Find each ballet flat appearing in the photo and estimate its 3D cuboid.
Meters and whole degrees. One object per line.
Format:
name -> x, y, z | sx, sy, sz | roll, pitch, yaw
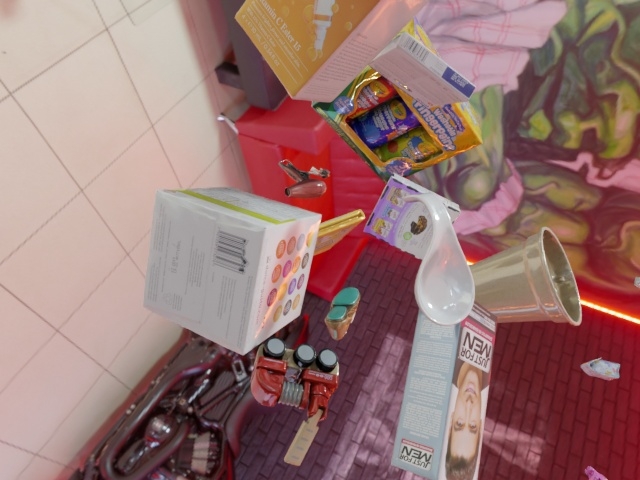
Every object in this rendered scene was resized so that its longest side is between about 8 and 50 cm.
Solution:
ballet flat -> 0.097, 0.311, 1.811 | 0.342, 0.116, 0.124 | -51, 138, -70

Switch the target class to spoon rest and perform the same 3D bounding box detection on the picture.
spoon rest -> 0.234, 0.032, 0.869 | 0.084, 0.137, 0.277 | 148, -69, -68

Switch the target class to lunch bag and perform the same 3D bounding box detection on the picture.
lunch bag -> 0.832, 0.380, 1.292 | 0.071, 0.083, 0.053 | 61, 42, -63

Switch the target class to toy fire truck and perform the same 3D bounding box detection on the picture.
toy fire truck -> -0.074, 0.401, 1.086 | 0.246, 0.217, 0.158 | -85, -166, -47

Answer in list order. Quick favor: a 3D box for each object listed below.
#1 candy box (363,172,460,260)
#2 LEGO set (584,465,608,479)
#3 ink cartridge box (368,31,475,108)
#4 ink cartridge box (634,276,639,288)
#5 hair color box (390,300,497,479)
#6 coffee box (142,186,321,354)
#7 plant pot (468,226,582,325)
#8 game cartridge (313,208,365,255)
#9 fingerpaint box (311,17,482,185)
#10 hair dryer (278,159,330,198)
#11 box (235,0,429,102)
candy box -> 0.238, -0.058, 1.140 | 0.165, 0.196, 0.070 | -64, 177, 23
LEGO set -> 0.572, 0.568, 0.944 | 0.227, 0.093, 0.087 | 11, 115, -54
ink cartridge box -> 0.248, -0.420, 1.096 | 0.045, 0.223, 0.224 | -59, -164, 4
ink cartridge box -> 0.981, 0.142, 1.259 | 0.029, 0.115, 0.063 | -64, -165, -20
hair color box -> 0.284, 0.320, 0.963 | 0.185, 0.113, 0.375 | 31, 67, -40
coffee box -> -0.238, 0.054, 1.226 | 0.334, 0.338, 0.338 | -20, 125, -65
plant pot -> 0.685, 0.156, 1.517 | 0.333, 0.305, 0.334 | 25, 54, -41
game cartridge -> 0.000, 0.000, 1.799 | 0.285, 0.053, 0.324 | -21, 165, -35
fingerpaint box -> 0.255, -0.421, 1.415 | 0.445, 0.371, 0.163 | 38, 44, -37
hair dryer -> -0.085, -0.238, 1.774 | 0.293, 0.223, 0.080 | -73, 175, -61
box -> 0.039, -0.467, 0.831 | 0.345, 0.215, 0.168 | -39, 172, 31
